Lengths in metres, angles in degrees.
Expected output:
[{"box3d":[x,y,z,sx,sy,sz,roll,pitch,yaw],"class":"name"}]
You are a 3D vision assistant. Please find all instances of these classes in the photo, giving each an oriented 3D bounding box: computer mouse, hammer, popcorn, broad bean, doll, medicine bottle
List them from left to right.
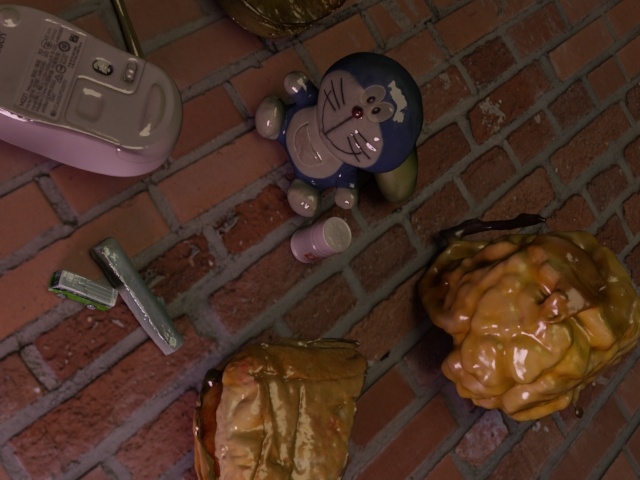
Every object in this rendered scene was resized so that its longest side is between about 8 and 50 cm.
[{"box3d":[-0.327,-0.188,1.256,0.297,0.121,0.184,16,69,-19],"class":"computer mouse"},{"box3d":[-0.283,-0.309,1.391,0.062,0.013,0.198,-18,88,-39],"class":"hammer"},{"box3d":[0.000,0.000,1.473,0.057,0.089,0.057,11,71,-34],"class":"medicine bottle"},{"box3d":[0.039,-0.169,1.445,0.154,0.258,0.228,-21,87,-40],"class":"doll"},{"box3d":[0.114,-0.176,1.586,0.169,0.100,0.228,-36,109,-73],"class":"broad bean"},{"box3d":[0.338,0.110,1.597,0.349,0.349,0.381,-14,61,-40],"class":"popcorn"}]

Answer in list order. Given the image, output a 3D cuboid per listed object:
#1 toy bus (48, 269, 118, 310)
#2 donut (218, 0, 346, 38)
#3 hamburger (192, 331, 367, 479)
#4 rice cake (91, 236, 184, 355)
[{"box3d":[-0.307,0.064,1.248,0.083,0.037,0.031,26,62,-29],"class":"toy bus"},{"box3d":[-0.074,-0.441,1.540,0.272,0.107,0.272,10,72,-30],"class":"donut"},{"box3d":[-0.077,0.248,1.296,0.209,0.162,0.330,33,62,-24],"class":"hamburger"},{"box3d":[-0.242,0.074,1.300,0.042,0.030,0.180,-43,106,-41],"class":"rice cake"}]
